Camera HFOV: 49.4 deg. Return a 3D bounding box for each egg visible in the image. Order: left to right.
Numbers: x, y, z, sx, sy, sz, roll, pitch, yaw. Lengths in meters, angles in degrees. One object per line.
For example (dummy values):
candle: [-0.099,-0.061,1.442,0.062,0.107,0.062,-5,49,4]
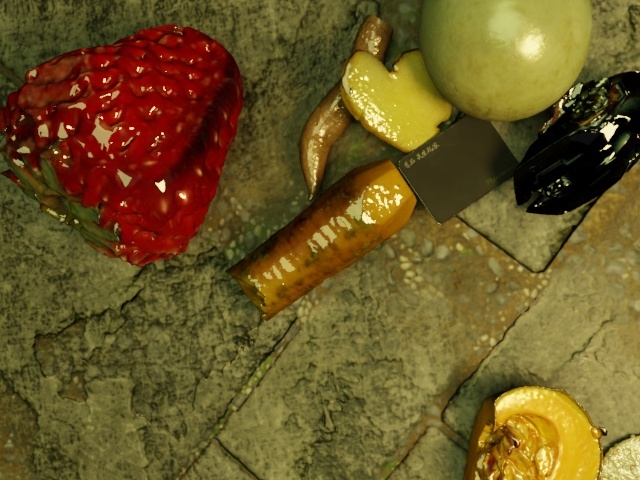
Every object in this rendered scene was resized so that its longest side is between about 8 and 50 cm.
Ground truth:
egg: [0.242,-0.303,0.921,0.219,0.218,0.295,0,76,12]

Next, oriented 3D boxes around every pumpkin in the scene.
pumpkin: [0.285,0.331,0.954,0.163,0.111,0.278,9,88,-3]

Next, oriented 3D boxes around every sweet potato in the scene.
sweet potato: [0.027,-0.197,1.041,0.067,0.059,0.281,29,95,-7]

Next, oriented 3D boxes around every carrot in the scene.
carrot: [0.000,0.000,1.014,0.302,0.114,0.114,-37,81,9]

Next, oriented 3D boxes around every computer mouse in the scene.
computer mouse: [0.361,-0.124,0.931,0.146,0.077,0.241,37,111,-15]

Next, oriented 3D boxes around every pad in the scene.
pad: [0.200,-0.107,0.997,0.157,0.003,0.112,-34,89,-11]

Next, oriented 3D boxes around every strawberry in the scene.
strawberry: [-0.261,-0.159,1.022,0.318,0.295,0.345,23,59,28]

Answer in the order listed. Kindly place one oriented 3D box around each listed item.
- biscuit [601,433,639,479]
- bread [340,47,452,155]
biscuit: [0.452,0.339,0.949,0.152,0.020,0.152,-1,87,13]
bread: [0.108,-0.213,1.003,0.188,0.065,0.149,29,87,-21]
